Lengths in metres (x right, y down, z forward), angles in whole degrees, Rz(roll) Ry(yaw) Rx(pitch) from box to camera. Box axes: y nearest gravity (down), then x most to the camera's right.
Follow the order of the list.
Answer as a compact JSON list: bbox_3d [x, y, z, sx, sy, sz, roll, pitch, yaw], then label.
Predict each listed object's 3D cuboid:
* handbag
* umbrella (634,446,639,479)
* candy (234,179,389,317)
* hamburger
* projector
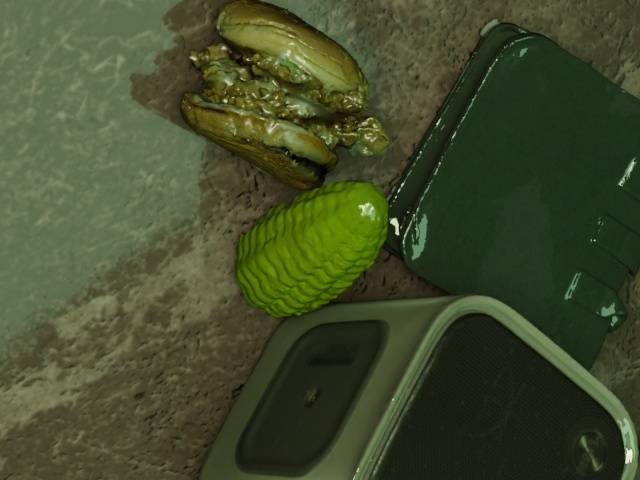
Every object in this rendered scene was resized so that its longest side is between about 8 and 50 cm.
[{"bbox_3d":[0.207,-0.041,1.583,0.260,0.079,0.247,30,89,-24],"label":"handbag"},{"bbox_3d":[0.321,0.239,1.689,0.337,0.067,0.073,-19,96,-16],"label":"umbrella"},{"bbox_3d":[0.000,0.000,1.441,0.096,0.209,0.097,8,70,-23],"label":"candy"},{"bbox_3d":[-0.024,-0.121,1.435,0.185,0.159,0.131,29,86,-4],"label":"hamburger"},{"bbox_3d":[0.078,0.197,1.457,0.248,0.249,0.248,39,67,-24],"label":"projector"}]
